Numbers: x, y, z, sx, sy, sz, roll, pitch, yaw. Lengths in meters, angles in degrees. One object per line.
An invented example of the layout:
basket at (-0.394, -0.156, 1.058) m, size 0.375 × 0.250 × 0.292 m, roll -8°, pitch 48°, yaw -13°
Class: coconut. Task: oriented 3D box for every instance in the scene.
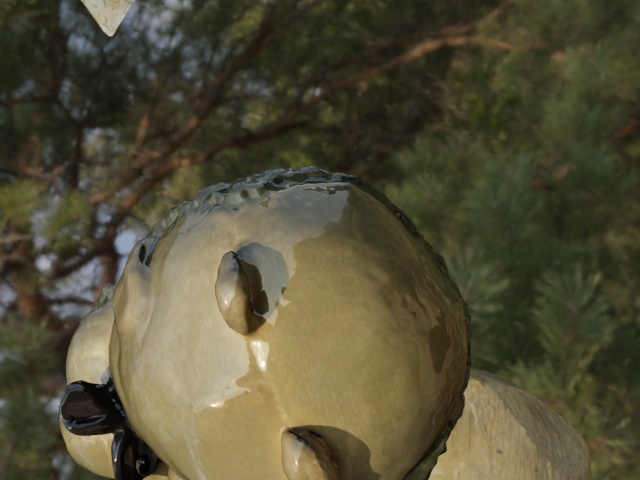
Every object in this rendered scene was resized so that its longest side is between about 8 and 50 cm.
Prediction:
coconut at (0.119, 0.293, 1.165) m, size 0.346 × 0.347 × 0.360 m, roll 91°, pitch -171°, yaw -51°

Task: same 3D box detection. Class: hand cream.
hand cream at (-0.245, -0.285, 1.020) m, size 0.067 × 0.194 × 0.042 m, roll -44°, pitch -9°, yaw 36°

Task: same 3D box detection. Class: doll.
doll at (-0.058, 0.081, 0.738) m, size 0.349 × 0.247 × 0.247 m, roll -7°, pitch 56°, yaw 66°
